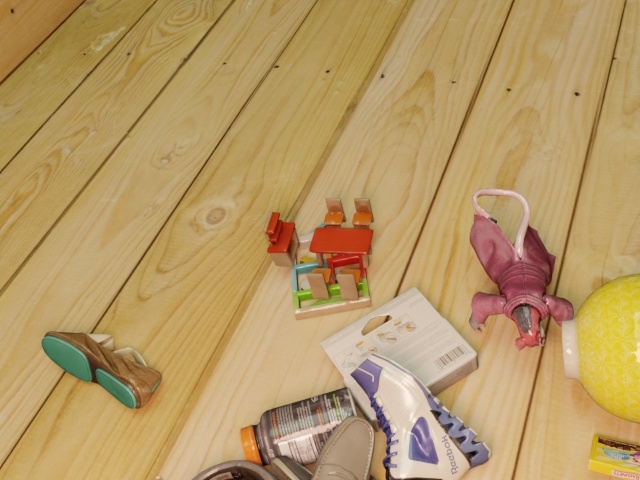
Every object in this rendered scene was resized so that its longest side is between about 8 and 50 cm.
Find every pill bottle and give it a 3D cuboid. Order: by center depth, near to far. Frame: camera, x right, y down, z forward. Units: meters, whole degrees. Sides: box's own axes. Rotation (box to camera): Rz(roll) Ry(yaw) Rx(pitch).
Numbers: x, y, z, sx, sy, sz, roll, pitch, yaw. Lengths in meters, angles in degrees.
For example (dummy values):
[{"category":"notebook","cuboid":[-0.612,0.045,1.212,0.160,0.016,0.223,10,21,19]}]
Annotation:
[{"category":"pill bottle","cuboid":[-0.040,0.398,1.525,0.245,0.130,0.130,-16,46,0]}]

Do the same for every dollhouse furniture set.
[{"category":"dollhouse furniture set","cuboid":[0.000,0.000,1.833,0.259,0.135,0.262,1,49,16]}]

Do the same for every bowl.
[{"category":"bowl","cuboid":[0.556,0.210,1.440,0.156,0.289,0.290,-3,47,21]}]

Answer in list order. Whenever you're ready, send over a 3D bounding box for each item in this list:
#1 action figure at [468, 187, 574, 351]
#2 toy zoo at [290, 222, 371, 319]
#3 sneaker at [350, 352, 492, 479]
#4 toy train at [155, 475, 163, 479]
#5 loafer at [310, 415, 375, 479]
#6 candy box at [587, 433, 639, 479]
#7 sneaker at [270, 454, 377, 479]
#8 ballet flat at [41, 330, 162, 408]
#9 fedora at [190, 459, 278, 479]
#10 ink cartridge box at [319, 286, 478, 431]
[{"category":"action figure","cuboid":[0.451,0.089,1.601,0.247,0.276,0.370,-1,34,6]},{"category":"toy zoo","cuboid":[0.018,0.063,1.887,0.192,0.030,0.293,-10,47,6]},{"category":"sneaker","cuboid":[0.163,0.381,1.454,0.315,0.127,0.182,40,71,13]},{"category":"toy train","cuboid":[-0.294,0.530,1.530,0.166,0.046,0.125,-12,47,5]},{"category":"loafer","cuboid":[0.028,0.466,1.346,0.112,0.111,0.320,23,61,-1]},{"category":"candy box","cuboid":[0.610,0.418,1.371,0.205,0.027,0.105,9,20,23]},{"category":"sneaker","cuboid":[0.013,0.476,1.456,0.222,0.083,0.118,38,55,8]},{"category":"ballet flat","cuboid":[-0.517,0.290,1.781,0.342,0.116,0.124,19,36,29]},{"category":"fedora","cuboid":[-0.172,0.565,1.411,0.243,0.124,0.276,-5,42,8]},{"category":"ink cartridge box","cuboid":[0.171,0.257,1.649,0.275,0.060,0.239,-29,47,-11]}]
